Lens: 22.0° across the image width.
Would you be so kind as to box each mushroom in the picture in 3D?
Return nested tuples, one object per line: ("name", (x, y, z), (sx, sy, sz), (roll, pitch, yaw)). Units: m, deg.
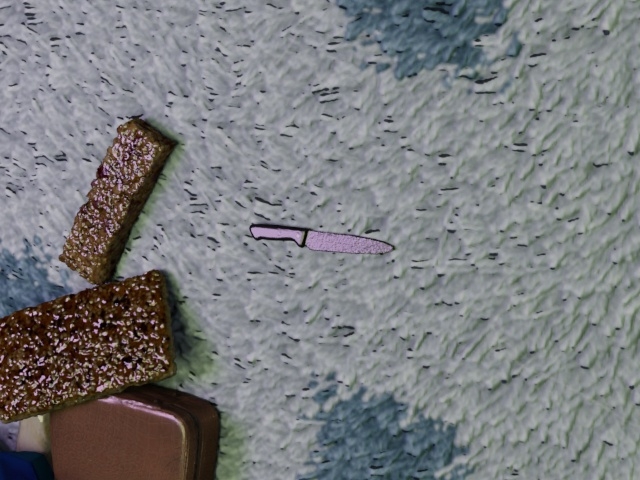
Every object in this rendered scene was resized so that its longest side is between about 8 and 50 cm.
("mushroom", (-0.324, 0.204, 1.917), (0.059, 0.054, 0.202), (26, 116, 23))

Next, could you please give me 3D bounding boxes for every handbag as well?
("handbag", (-0.211, 0.235, 1.843), (0.193, 0.072, 0.151), (12, 106, 27))

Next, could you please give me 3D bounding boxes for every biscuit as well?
("biscuit", (-0.227, -0.041, 1.819), (0.064, 0.034, 0.199), (38, 116, 20))
("biscuit", (-0.267, 0.118, 1.828), (0.231, 0.025, 0.131), (-18, 65, 19))

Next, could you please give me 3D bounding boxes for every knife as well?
("knife", (0.000, 0.000, 1.709), (0.170, 0.010, 0.023), (7, 102, 28))

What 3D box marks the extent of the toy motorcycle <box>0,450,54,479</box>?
("toy motorcycle", (-0.418, 0.308, 1.875), (0.327, 0.200, 0.191), (5, 118, 28))
